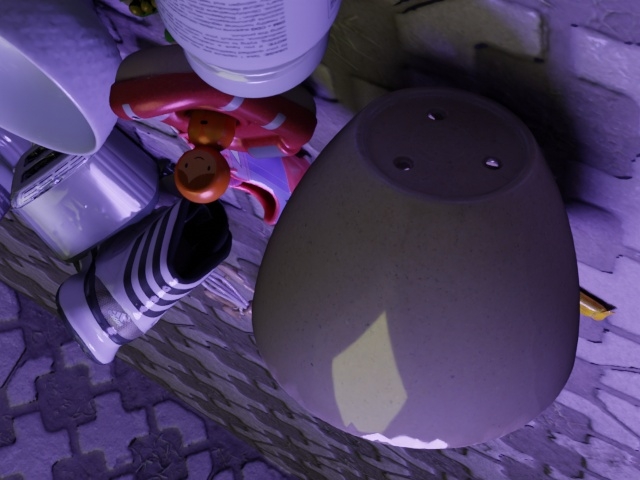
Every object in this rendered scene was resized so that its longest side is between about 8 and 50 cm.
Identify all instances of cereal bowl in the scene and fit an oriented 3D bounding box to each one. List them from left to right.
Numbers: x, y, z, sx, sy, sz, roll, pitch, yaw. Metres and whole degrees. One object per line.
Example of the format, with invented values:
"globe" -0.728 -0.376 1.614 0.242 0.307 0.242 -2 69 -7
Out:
"cereal bowl" -0.363 -0.249 1.503 0.339 0.141 0.339 26 162 9

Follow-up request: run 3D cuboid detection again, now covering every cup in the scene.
"cup" 0.104 -0.005 1.251 0.331 0.331 0.237 24 136 18

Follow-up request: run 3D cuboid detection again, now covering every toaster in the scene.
"toaster" -0.333 -0.082 1.867 0.227 0.129 0.146 -31 126 20

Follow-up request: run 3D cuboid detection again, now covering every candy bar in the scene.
"candy bar" 0.273 0.051 1.542 0.161 0.018 0.040 33 160 -7

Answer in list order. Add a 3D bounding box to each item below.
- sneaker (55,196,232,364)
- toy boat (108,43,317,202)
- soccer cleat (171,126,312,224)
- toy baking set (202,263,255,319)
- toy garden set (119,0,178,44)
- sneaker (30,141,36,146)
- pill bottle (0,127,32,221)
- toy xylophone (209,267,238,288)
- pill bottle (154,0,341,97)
"sneaker" -0.244 0.011 2.001 0.169 0.257 0.447 56 -172 -21
"toy boat" -0.119 -0.114 1.389 0.151 0.151 0.231 -3 163 44
"soccer cleat" -0.121 -0.119 1.561 0.248 0.095 0.083 36 162 -20
"toy baking set" -0.103 0.115 2.018 0.197 0.030 0.256 29 163 7
"toy garden set" -0.177 -0.265 1.318 0.244 0.049 0.204 39 160 -27
"sneaker" -0.398 -0.152 1.963 0.152 0.061 0.054 34 160 -19
"pill bottle" -0.589 -0.064 2.072 0.176 0.318 0.176 27 163 9
"toy xylophone" -0.044 0.092 2.046 0.236 0.081 0.323 34 162 -11
"pill bottle" -0.061 -0.234 1.039 0.160 0.160 0.283 26 162 10
